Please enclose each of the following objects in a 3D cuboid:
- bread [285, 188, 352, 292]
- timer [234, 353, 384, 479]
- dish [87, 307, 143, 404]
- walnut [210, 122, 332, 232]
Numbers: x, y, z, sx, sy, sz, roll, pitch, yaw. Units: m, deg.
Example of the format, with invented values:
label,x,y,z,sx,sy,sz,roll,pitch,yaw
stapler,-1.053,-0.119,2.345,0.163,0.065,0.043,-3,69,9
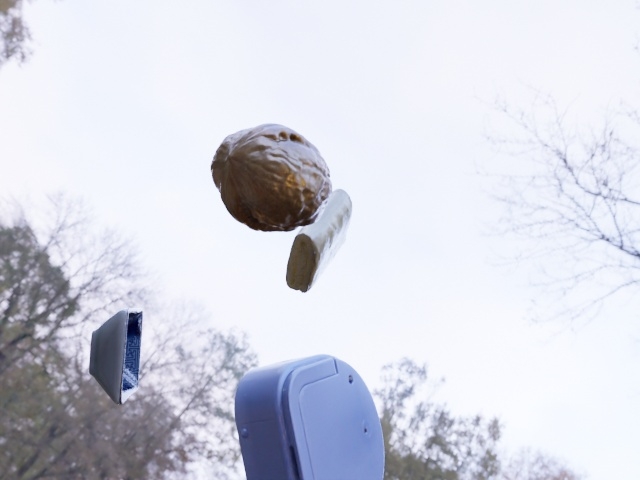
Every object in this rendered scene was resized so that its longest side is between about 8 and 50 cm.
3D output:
label,x,y,z,sx,sy,sz,roll,pitch,yaw
bread,0.000,0.000,1.263,0.060,0.178,0.140,24,-50,12
timer,-0.012,0.428,1.439,0.173,0.395,0.395,-17,-61,32
dish,-0.417,0.226,1.386,0.080,0.182,0.243,4,-6,-8
walnut,-0.071,-0.088,0.967,0.155,0.156,0.184,4,-15,35
